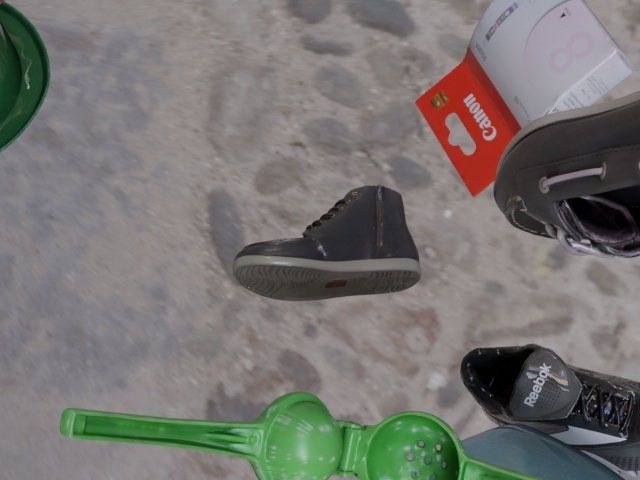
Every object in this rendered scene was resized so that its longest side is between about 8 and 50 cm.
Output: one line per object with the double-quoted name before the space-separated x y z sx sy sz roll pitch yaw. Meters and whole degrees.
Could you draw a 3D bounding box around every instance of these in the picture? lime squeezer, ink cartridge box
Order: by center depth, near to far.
"lime squeezer" 0.018 0.120 0.834 0.310 0.110 0.059 11 105 -9
"ink cartridge box" 0.221 -0.190 1.842 0.232 0.189 0.066 -36 137 10

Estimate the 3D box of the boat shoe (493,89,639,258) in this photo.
"boat shoe" 0.203 -0.034 1.031 0.112 0.335 0.096 16 72 -19

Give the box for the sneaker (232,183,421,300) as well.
"sneaker" 0.000 0.000 1.833 0.222 0.083 0.118 1 59 -20

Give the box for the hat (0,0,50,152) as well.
"hat" -0.257 -0.152 0.968 0.208 0.173 0.184 -3 144 1

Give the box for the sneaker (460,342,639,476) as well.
"sneaker" 0.213 0.139 1.349 0.106 0.234 0.078 35 73 -48

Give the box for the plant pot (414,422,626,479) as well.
"plant pot" 0.141 0.257 1.229 0.290 0.290 0.195 -22 72 -14
